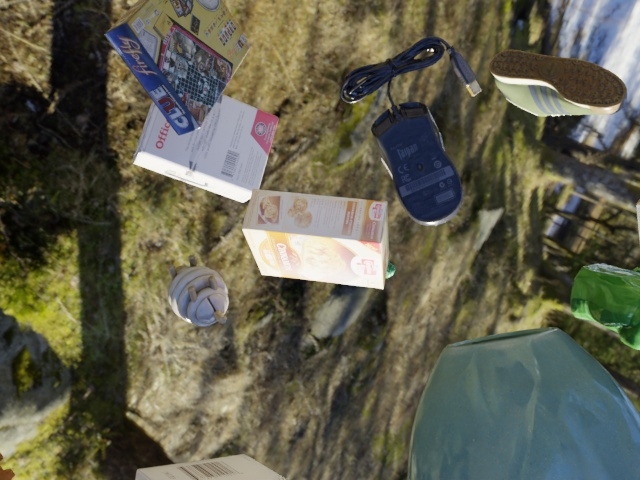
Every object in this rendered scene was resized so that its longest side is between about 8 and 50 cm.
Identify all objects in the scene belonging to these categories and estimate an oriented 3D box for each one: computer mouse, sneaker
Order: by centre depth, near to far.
[{"bbox_3d":[0.333,-0.208,0.924,0.064,0.192,0.086,-58,148,-8],"label":"sneaker"},{"bbox_3d":[0.164,-0.166,0.986,0.184,0.262,0.060,-29,-176,8],"label":"computer mouse"}]

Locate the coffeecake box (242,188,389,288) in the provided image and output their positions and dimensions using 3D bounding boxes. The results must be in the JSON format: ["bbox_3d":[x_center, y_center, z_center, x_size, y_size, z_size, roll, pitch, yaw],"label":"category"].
[{"bbox_3d":[0.000,0.000,0.923,0.142,0.185,0.068,77,21,-60],"label":"coffeecake box"}]

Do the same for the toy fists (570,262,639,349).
[{"bbox_3d":[0.445,0.091,0.848,0.279,0.142,0.096,6,96,-42],"label":"toy fists"}]

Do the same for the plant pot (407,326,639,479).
[{"bbox_3d":[0.230,0.208,0.768,0.290,0.290,0.196,4,74,-62],"label":"plant pot"}]

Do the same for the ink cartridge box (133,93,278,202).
[{"bbox_3d":[-0.206,-0.180,1.183,0.092,0.217,0.159,-19,-126,65],"label":"ink cartridge box"}]

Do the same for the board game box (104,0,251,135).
[{"bbox_3d":[-0.192,-0.286,0.948,0.165,0.042,0.243,56,33,-31],"label":"board game box"}]

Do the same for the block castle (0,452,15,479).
[{"bbox_3d":[-0.388,0.254,0.653,0.303,0.453,0.213,-28,-175,43],"label":"block castle"}]

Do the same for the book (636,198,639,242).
[{"bbox_3d":[0.539,0.008,1.001,0.035,0.096,0.144,-31,114,-52],"label":"book"}]

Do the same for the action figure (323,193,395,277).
[{"bbox_3d":[0.065,0.000,1.412,0.137,0.232,0.063,-36,161,-48],"label":"action figure"}]

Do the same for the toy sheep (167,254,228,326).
[{"bbox_3d":[-0.173,0.077,0.939,0.091,0.132,0.091,-21,132,-25],"label":"toy sheep"}]

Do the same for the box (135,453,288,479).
[{"bbox_3d":[-0.134,0.379,0.877,0.180,0.181,0.119,6,91,-40],"label":"box"}]
